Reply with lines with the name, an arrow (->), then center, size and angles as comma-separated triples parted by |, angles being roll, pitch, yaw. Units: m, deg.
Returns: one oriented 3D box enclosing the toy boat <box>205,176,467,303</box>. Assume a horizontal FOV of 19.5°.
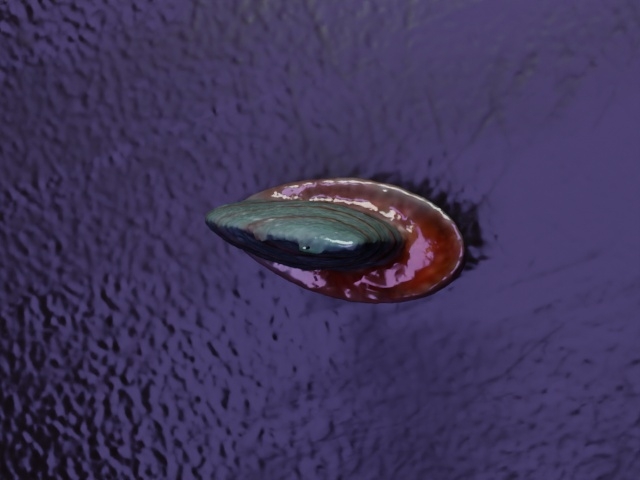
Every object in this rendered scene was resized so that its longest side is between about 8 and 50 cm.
toy boat -> 0.000, 0.000, 1.371 | 0.206, 0.282, 0.096 | 11, 94, 9
